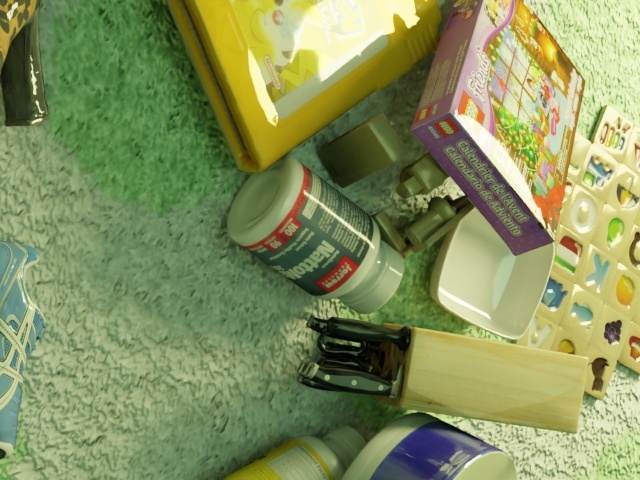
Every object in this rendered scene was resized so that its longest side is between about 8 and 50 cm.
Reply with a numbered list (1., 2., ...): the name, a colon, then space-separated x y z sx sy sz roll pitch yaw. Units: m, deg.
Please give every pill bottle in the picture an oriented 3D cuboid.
1. pill bottle: 0.000 0.000 1.390 0.180 0.108 0.108 36 74 -28
2. pill bottle: -0.031 0.270 1.387 0.184 0.103 0.103 -26 106 -29

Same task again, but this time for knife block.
1. knife block: 0.121 0.141 1.404 0.242 0.276 0.088 14 85 -62

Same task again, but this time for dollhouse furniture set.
1. dollhouse furniture set: 0.100 -0.078 1.445 0.123 0.144 0.151 -39 97 -30

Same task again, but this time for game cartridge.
1. game cartridge: -0.015 -0.269 1.368 0.324 0.053 0.285 -37 116 -32

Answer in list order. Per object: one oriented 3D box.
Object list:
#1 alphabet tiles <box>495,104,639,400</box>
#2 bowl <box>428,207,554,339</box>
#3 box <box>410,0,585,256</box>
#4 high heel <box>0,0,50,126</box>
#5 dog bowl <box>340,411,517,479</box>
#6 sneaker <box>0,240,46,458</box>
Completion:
1. alphabet tiles: 0.362 0.016 1.677 0.285 0.011 0.342 29 77 -30
2. bowl: 0.195 0.033 1.541 0.142 0.053 0.142 27 79 -23
3. box: 0.208 -0.153 1.467 0.201 0.057 0.293 47 41 -25
4. high heel: -0.327 -0.179 1.137 0.261 0.093 0.186 -33 120 -66
5. dog bowl: 0.103 0.326 1.410 0.265 0.104 0.265 -34 135 -43
6. sneaker: -0.297 0.101 1.225 0.081 0.080 0.211 -6 97 -29
